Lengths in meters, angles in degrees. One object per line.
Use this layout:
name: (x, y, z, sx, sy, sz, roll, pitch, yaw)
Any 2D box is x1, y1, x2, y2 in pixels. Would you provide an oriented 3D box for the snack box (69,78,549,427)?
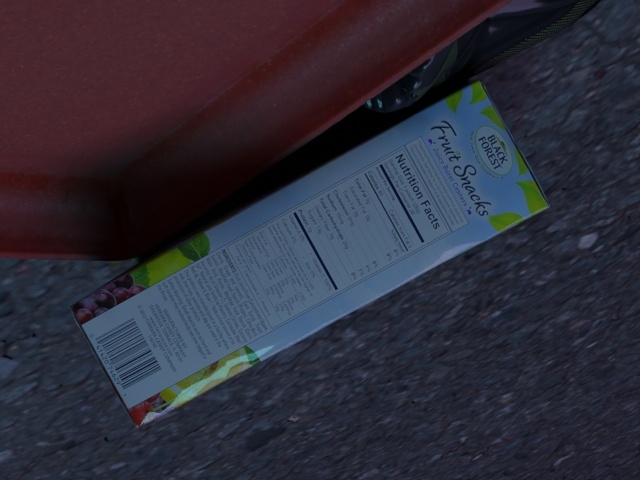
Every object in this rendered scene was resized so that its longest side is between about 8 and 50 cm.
snack box: (0.000, 0.000, 0.744, 0.207, 0.070, 0.174, -30, -178, 7)

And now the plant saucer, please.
plant saucer: (-0.098, -0.067, 0.581, 0.258, 0.048, 0.259, 3, 153, -46)

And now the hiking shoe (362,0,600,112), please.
hiking shoe: (0.099, -0.145, 0.645, 0.227, 0.086, 0.114, -39, 168, 34)
